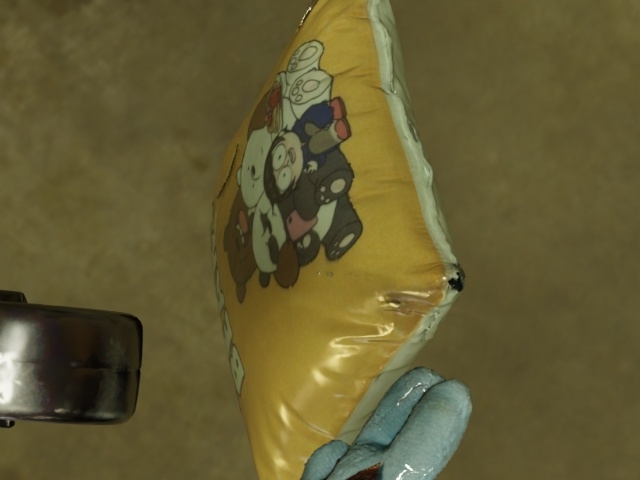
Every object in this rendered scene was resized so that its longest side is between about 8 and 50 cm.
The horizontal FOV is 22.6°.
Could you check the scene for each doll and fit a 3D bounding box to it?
[{"bbox_3d":[0.000,0.130,0.773,0.075,0.120,0.180,35,81,-20],"label":"doll"}]

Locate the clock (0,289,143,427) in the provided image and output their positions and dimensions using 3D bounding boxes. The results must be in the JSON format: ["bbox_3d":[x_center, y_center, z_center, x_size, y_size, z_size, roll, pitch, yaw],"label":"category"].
[{"bbox_3d":[-0.268,0.034,0.642,0.276,0.379,0.120,3,83,25],"label":"clock"}]

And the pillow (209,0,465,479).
[{"bbox_3d":[0.000,0.000,1.144,0.119,0.310,0.312,2,144,-24],"label":"pillow"}]
